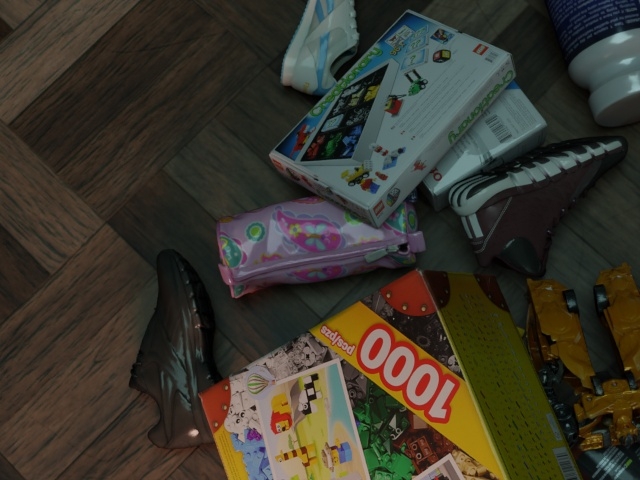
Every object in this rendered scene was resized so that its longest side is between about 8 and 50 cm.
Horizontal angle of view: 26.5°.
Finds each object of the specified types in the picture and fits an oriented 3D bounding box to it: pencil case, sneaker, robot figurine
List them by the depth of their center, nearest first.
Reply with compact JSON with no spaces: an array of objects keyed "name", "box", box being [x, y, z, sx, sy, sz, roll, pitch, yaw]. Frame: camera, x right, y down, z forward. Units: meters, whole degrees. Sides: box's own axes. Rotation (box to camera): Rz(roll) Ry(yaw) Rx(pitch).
[{"name":"robot figurine","box":[0.363,0.154,1.749,0.211,0.085,0.291,-10,42,4]},{"name":"sneaker","box":[-0.205,0.150,1.865,0.130,0.109,0.286,-14,70,8]},{"name":"pencil case","box":[0.000,0.000,1.878,0.284,0.124,0.124,-9,72,3]},{"name":"sneaker","box":[0.315,-0.040,1.887,0.281,0.106,0.163,-20,102,-18]},{"name":"sneaker","box":[0.019,-0.319,2.000,0.092,0.087,0.229,20,83,4]}]

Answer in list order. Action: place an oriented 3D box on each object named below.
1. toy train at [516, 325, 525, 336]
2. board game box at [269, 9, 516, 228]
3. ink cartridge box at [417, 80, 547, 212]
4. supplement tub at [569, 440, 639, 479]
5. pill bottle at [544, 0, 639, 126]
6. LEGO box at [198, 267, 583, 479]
[{"name":"toy train","box":[0.219,0.176,1.759,0.046,0.125,0.166,23,40,-9]},{"name":"board game box","box":[0.100,-0.174,1.869,0.193,0.053,0.305,31,70,36]},{"name":"ink cartridge box","box":[0.202,-0.153,1.926,0.190,0.082,0.140,-33,72,-4]},{"name":"supplement tub","box":[0.404,0.322,1.748,0.198,0.106,0.106,42,81,15]},{"name":"pill bottle","box":[0.407,-0.304,1.915,0.153,0.153,0.265,-14,72,1]},{"name":"LEGO box","box":[0.115,0.336,1.647,0.372,0.193,0.500,-32,69,28]}]
